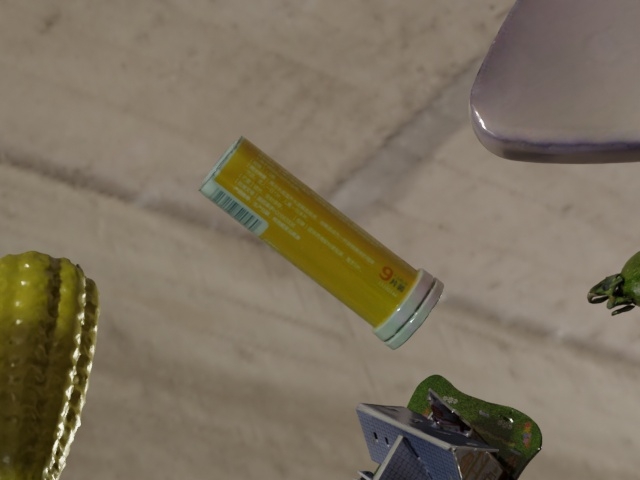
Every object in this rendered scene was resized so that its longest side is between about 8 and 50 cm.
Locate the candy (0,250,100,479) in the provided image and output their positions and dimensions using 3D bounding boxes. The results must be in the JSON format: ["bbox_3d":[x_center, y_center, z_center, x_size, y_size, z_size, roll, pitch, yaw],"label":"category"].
[{"bbox_3d":[-0.217,0.110,1.273,0.106,0.199,0.094,-28,-46,30],"label":"candy"}]

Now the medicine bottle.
[{"bbox_3d":[0.000,0.000,1.494,0.218,0.074,0.074,38,-60,-7],"label":"medicine bottle"}]

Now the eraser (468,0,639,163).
[{"bbox_3d":[0.196,-0.119,1.036,0.243,0.204,0.059,-29,-21,-4],"label":"eraser"}]

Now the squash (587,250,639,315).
[{"bbox_3d":[0.389,0.024,1.507,0.318,0.071,0.080,0,-60,19],"label":"squash"}]

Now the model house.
[{"bbox_3d":[0.055,0.158,1.161,0.167,0.117,0.088,-57,-40,-11],"label":"model house"}]
